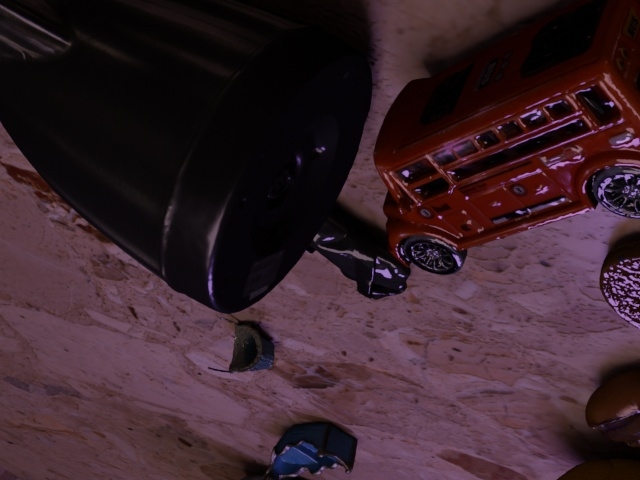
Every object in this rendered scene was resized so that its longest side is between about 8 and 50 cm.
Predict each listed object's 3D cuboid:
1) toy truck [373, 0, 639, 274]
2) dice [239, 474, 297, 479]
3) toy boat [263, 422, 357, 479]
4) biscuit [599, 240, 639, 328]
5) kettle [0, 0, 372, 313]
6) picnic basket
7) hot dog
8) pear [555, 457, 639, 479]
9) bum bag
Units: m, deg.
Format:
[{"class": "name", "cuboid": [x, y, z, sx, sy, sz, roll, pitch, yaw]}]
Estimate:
[{"class": "toy truck", "cuboid": [0.124, -0.067, 0.632, 0.114, 0.107, 0.253, 40, 146, -23]}, {"class": "dice", "cuboid": [-0.042, 0.618, 1.641, 0.330, 0.328, 0.348, 16, 150, 18]}, {"class": "toy boat", "cuboid": [-0.024, 0.316, 1.394, 0.075, 0.077, 0.185, 37, 149, -21]}, {"class": "biscuit", "cuboid": [0.304, 0.050, 0.763, 0.175, 0.026, 0.124, 26, 152, 1]}, {"class": "kettle", "cuboid": [-0.118, -0.105, 0.719, 0.271, 0.251, 0.207, 29, 120, 15]}, {"class": "picnic basket", "cuboid": [-0.096, 0.131, 1.176, 0.083, 0.065, 0.083, 14, 166, -24]}, {"class": "hot dog", "cuboid": [0.308, 0.161, 0.905, 0.090, 0.060, 0.140, 32, 147, -20]}, {"class": "pear", "cuboid": [0.313, 0.331, 1.019, 0.209, 0.209, 0.209, 19, 150, 12]}, {"class": "bum bag", "cuboid": [0.000, 0.000, 0.897, 0.198, 0.049, 0.087, 33, 155, -15]}]
